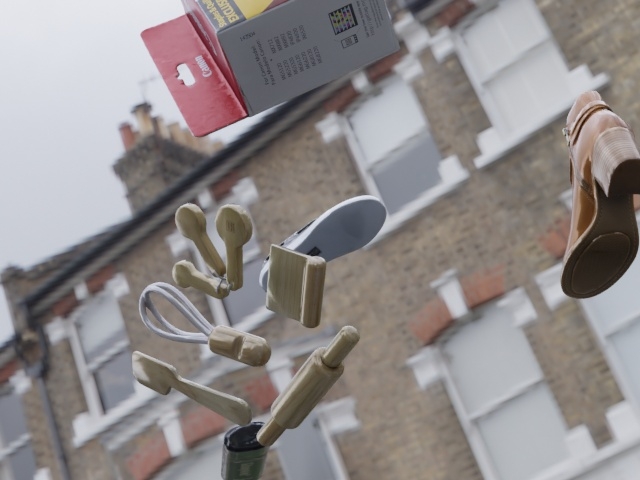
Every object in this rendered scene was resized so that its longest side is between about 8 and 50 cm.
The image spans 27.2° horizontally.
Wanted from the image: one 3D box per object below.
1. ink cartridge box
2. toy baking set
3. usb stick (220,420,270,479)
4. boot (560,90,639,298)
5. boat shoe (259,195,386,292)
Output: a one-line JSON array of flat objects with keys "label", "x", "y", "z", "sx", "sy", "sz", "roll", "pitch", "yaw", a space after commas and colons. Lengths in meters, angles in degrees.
[{"label": "ink cartridge box", "x": -0.091, "y": -0.296, "z": 1.642, "sx": 0.272, "sy": 0.309, "sz": 0.130, "roll": -26, "pitch": -51, "yaw": -6}, {"label": "toy baking set", "x": -0.070, "y": 0.076, "z": 1.122, "sx": 0.030, "sy": 0.197, "sz": 0.256, "roll": -25, "pitch": -26, "yaw": -46}, {"label": "usb stick", "x": -0.117, "y": 0.333, "z": 2.056, "sx": 0.077, "sy": 0.045, "sz": 0.278, "roll": -15, "pitch": -19, "yaw": -11}, {"label": "boot", "x": 0.413, "y": -0.073, "z": 2.051, "sx": 0.109, "sy": 0.220, "sz": 0.283, "roll": -1, "pitch": -55, "yaw": -9}, {"label": "boat shoe", "x": 0.000, "y": 0.000, "z": 2.044, "sx": 0.228, "sy": 0.076, "sz": 0.080, "roll": -40, "pitch": -66, "yaw": 11}]
